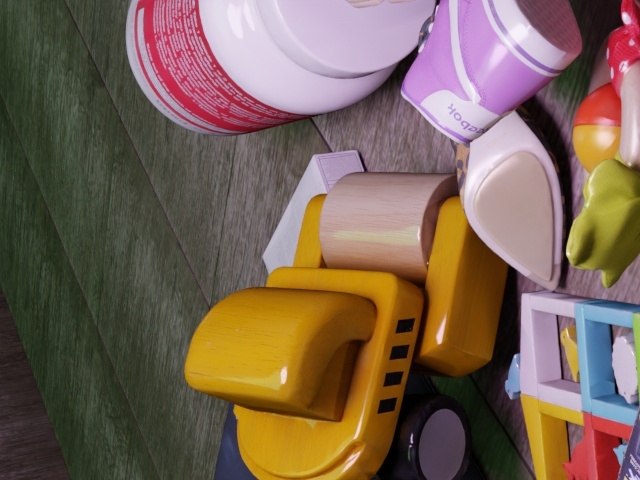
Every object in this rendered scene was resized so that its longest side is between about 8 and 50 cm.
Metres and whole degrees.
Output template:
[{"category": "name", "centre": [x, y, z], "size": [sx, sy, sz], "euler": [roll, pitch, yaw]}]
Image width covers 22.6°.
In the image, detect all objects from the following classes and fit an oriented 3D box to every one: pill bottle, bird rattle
[{"category": "pill bottle", "centre": [-0.044, -0.237, 1.675], "size": [0.407, 0.229, 0.229], "euler": [177, 85, -67]}, {"category": "bird rattle", "centre": [0.231, -0.093, 1.220], "size": [0.207, 0.143, 0.253], "euler": [151, 113, -83]}]

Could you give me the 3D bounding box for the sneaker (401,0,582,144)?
[{"category": "sneaker", "centre": [0.120, -0.193, 1.319], "size": [0.161, 0.102, 0.282], "euler": [-47, 24, 34]}]

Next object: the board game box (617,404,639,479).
[{"category": "board game box", "centre": [0.293, 0.110, 1.072], "size": [0.048, 0.170, 0.141], "euler": [-127, 35, -46]}]

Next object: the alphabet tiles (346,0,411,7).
[{"category": "alphabet tiles", "centre": [0.114, -0.317, 1.318], "size": [0.284, 0.021, 0.278], "euler": [-61, 22, -7]}]

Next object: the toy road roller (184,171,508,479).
[{"category": "toy road roller", "centre": [0.019, 0.074, 1.480], "size": [0.202, 0.240, 0.329], "euler": [3, 74, 41]}]

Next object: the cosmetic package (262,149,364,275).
[{"category": "cosmetic package", "centre": [0.000, 0.000, 1.870], "size": [0.239, 0.060, 0.099], "euler": [120, 138, -57]}]

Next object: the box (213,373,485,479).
[{"category": "box", "centre": [0.023, 0.358, 1.751], "size": [0.293, 0.212, 0.395], "euler": [-119, 31, -41]}]

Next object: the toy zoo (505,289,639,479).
[{"category": "toy zoo", "centre": [0.244, 0.146, 1.383], "size": [0.293, 0.030, 0.192], "euler": [-173, 76, -67]}]

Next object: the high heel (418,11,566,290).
[{"category": "high heel", "centre": [0.166, -0.090, 1.476], "size": [0.261, 0.093, 0.186], "euler": [64, -166, -11]}]
